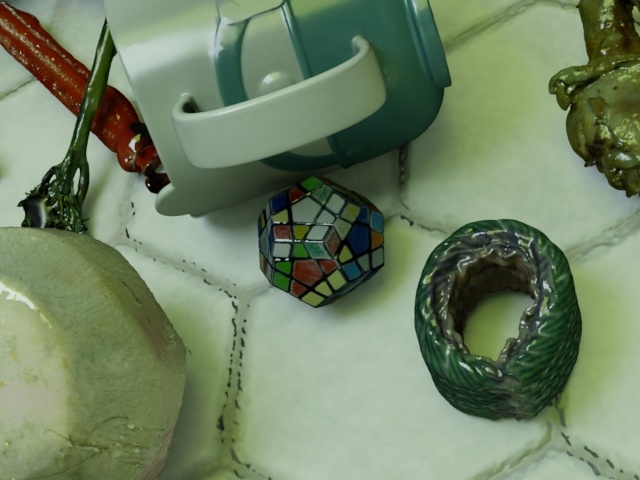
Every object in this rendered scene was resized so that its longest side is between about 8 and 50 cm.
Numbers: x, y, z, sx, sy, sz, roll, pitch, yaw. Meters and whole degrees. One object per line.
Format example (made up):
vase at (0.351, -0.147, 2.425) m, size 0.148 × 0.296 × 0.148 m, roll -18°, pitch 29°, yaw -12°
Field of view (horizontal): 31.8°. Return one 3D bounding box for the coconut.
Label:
coconut at (-0.210, 0.105, 0.844) m, size 0.227 × 0.230 × 0.227 m, roll 0°, pitch 87°, yaw 9°

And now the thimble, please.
thimble at (0.129, 0.058, 0.830) m, size 0.118 × 0.090 × 0.135 m, roll 8°, pitch 64°, yaw 25°

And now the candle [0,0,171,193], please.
candle at (-0.241, -0.153, 1.106) m, size 0.051 × 0.048 × 0.329 m, roll -51°, pitch 56°, yaw 3°

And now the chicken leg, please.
chicken leg at (0.240, -0.129, 0.911) m, size 0.103 × 0.088 × 0.228 m, roll -23°, pitch 57°, yaw 20°

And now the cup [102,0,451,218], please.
cup at (-0.033, -0.141, 0.908) m, size 0.257 × 0.219 × 0.290 m, roll -17°, pitch 24°, yaw 7°

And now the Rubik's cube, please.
Rubik's cube at (0.000, 0.000, 0.906) m, size 0.111 × 0.093 × 0.111 m, roll -9°, pitch 58°, yaw 15°

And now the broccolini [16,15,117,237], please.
broccolini at (-0.215, -0.105, 1.036) m, size 0.057 × 0.071 × 0.254 m, roll 2°, pitch 74°, yaw 68°
